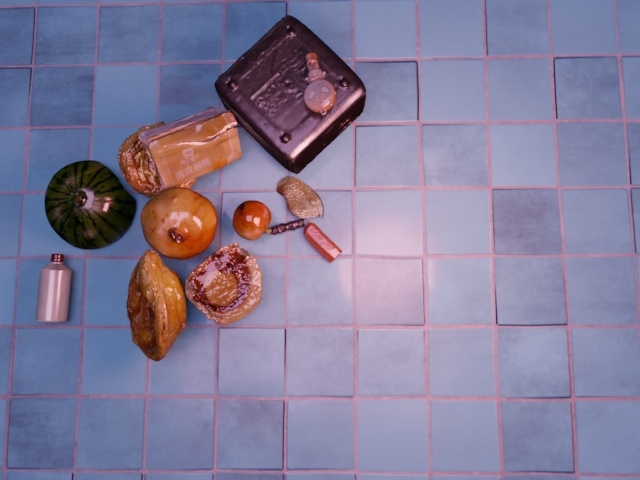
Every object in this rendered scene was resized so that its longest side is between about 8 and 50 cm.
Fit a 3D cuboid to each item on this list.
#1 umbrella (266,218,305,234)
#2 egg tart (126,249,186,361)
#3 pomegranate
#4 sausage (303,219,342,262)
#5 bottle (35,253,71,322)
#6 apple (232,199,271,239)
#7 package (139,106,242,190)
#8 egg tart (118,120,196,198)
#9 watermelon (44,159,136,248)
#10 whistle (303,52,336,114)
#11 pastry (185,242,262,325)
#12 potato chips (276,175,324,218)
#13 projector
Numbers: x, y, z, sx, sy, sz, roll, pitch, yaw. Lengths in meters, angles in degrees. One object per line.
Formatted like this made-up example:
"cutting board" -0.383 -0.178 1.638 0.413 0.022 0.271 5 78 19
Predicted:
"umbrella" -0.127 -0.048 1.853 0.143 0.040 0.037 -15 117 -1
"egg tart" -0.561 0.230 1.742 0.153 0.340 0.352 -3 53 -37
"pomegranate" -0.486 -0.060 1.751 0.264 0.264 0.265 0 83 2
"sausage" -0.001 0.000 1.830 0.169 0.065 0.065 45 87 6
"bottle" -0.955 0.169 1.824 0.104 0.104 0.245 1 84 2
"apple" -0.248 -0.076 1.808 0.146 0.146 0.147 0 83 2
"package" -0.438 -0.337 1.766 0.311 0.165 0.222 -26 100 -21
"egg tart" -0.580 -0.288 1.858 0.296 0.132 0.297 0 90 -16
"watermelon" -0.858 -0.140 1.822 0.330 0.189 0.331 -1 77 2
"whistle" -0.010 -0.507 1.656 0.107 0.057 0.220 -16 78 14
"pastry" -0.331 0.151 1.781 0.256 0.170 0.237 -41 104 -11
"potato chips" -0.076 -0.150 1.862 0.209 0.026 0.142 23 71 7
"projector" -0.105 -0.515 1.805 0.395 0.242 0.405 -44 84 -2
